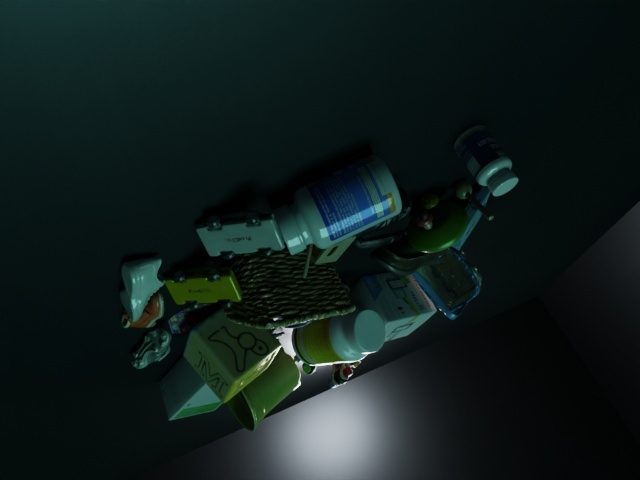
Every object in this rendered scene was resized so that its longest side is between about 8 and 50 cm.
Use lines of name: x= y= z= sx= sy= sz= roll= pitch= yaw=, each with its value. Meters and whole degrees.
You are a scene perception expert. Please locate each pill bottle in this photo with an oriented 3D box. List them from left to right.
pill bottle: x=0.033 y=-0.074 z=1.184 sx=0.271 sy=0.152 sz=0.152 roll=-24 pitch=155 yaw=-4
pill bottle: x=0.062 y=0.333 z=1.822 sx=0.187 sy=0.188 sz=0.333 roll=-5 pitch=169 yaw=-39
pill bottle: x=0.414 y=-0.196 z=1.298 sx=0.094 sy=0.170 sz=0.094 roll=-22 pitch=155 yaw=-11

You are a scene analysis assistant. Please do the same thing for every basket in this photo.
basket: x=-0.102 y=0.151 z=1.380 sx=0.299 sy=0.223 sz=0.213 roll=-6 pitch=153 yaw=-43
basket: x=0.439 y=0.134 z=1.871 sx=0.288 sy=0.255 sz=0.201 roll=-26 pitch=165 yaw=-51

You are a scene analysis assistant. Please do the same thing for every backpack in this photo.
backpack: x=0.137 y=-0.057 z=1.360 sx=0.181 sy=0.115 sz=0.152 roll=-23 pitch=141 yaw=-13

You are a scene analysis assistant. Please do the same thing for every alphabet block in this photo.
alphabet block: x=-0.262 y=0.323 z=1.540 sx=0.192 sy=0.197 sz=0.193 roll=-34 pitch=164 yaw=-35

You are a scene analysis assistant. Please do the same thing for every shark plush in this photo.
shark plush: x=-0.179 y=0.353 z=1.909 sx=0.161 sy=0.073 sz=0.067 roll=8 pitch=108 yaw=-44

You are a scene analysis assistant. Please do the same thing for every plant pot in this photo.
plant pot: x=-0.225 y=0.546 z=2.024 sx=0.253 sy=0.276 sz=0.276 roll=-26 pitch=157 yaw=-30

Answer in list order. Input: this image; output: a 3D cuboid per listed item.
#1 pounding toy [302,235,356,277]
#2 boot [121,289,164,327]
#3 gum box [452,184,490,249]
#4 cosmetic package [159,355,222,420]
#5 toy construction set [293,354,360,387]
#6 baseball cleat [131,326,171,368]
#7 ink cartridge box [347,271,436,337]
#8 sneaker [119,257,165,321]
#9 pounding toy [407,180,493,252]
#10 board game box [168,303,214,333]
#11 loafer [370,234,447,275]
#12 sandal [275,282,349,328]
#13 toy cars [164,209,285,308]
pounding toy: x=0.000 y=0.000 z=1.316 sx=0.100 sy=0.130 sz=0.141 roll=-6 pitch=148 yaw=-37
boot: x=-0.445 y=0.176 z=1.310 sx=0.084 sy=0.059 sz=0.158 roll=2 pitch=144 yaw=-38
gum box: x=0.476 y=-0.073 z=1.662 sx=0.157 sy=0.041 sz=0.184 roll=-54 pitch=161 yaw=-18
cosmetic package: x=-0.383 y=0.458 z=1.790 sx=0.196 sy=0.155 sz=0.365 roll=2 pitch=144 yaw=-42
toy construction set: x=0.078 y=0.415 z=2.151 sx=0.237 sy=0.257 sz=0.309 roll=-21 pitch=138 yaw=-57
baseball cleat: x=-0.472 y=0.301 z=1.524 sx=0.205 sy=0.072 sz=0.109 roll=-38 pitch=167 yaw=33
ink cartridge box: x=0.246 y=0.249 z=1.951 sx=0.269 sy=0.198 sz=0.197 roll=-5 pitch=147 yaw=-40
sneaker: x=-0.407 y=0.114 z=1.213 sx=0.094 sy=0.080 sz=0.212 roll=-23 pitch=156 yaw=-36
pounding toy: x=0.338 y=-0.082 z=1.488 sx=0.236 sy=0.183 sz=0.110 roll=-32 pitch=128 yaw=10
board game box: x=-0.371 y=0.244 z=1.534 sx=0.133 sy=0.033 sz=0.169 roll=-18 pitch=153 yaw=-19
loafer: x=0.293 y=0.011 z=1.661 sx=0.365 sy=0.133 sz=0.130 roll=-12 pitch=129 yaw=-49
sandal: x=-0.069 y=0.242 z=1.740 sx=0.415 sy=0.102 sz=0.169 roll=-11 pitch=152 yaw=-34
toy cars: x=-0.219 y=0.036 z=1.202 sx=0.176 sy=0.087 sz=0.394 roll=33 pitch=129 yaw=-11
